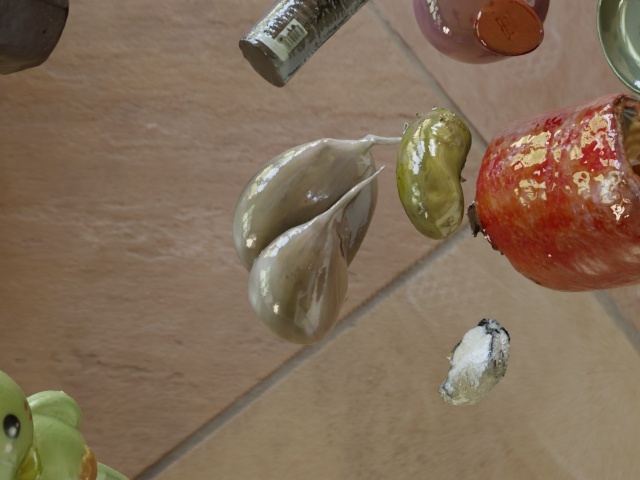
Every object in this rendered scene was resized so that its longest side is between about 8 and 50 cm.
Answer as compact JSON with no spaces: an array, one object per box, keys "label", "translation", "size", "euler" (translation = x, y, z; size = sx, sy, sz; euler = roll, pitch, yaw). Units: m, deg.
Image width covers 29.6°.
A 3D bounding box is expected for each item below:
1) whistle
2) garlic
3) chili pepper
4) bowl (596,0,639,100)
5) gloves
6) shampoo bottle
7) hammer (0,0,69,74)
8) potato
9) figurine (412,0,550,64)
[{"label":"whistle","translation":[-0.235,0.184,0.964],"size":[0.141,0.294,0.141],"euler":[-28,47,34]},{"label":"garlic","translation":[0.000,0.000,1.825],"size":[0.340,0.246,0.231],"euler":[-59,29,29]},{"label":"chili pepper","translation":[0.353,-0.065,1.428],"size":[0.229,0.305,0.251],"euler":[-41,99,-26]},{"label":"bowl","translation":[0.468,-0.281,1.497],"size":[0.185,0.354,0.353],"euler":[-22,77,-25]},{"label":"gloves","translation":[0.234,0.176,1.768],"size":[0.070,0.153,0.114],"euler":[25,53,-4]},{"label":"shampoo bottle","translation":[0.016,-0.226,1.071],"size":[0.207,0.063,0.057],"euler":[-49,112,-15]},{"label":"hammer","translation":[-0.179,-0.291,0.742],"size":[0.095,0.242,0.408],"euler":[35,98,19]},{"label":"potato","translation":[0.108,-0.067,1.176],"size":[0.070,0.091,0.138],"euler":[9,54,0]},{"label":"figurine","translation":[0.191,-0.292,1.442],"size":[0.173,0.173,0.173],"euler":[-2,84,15]}]
